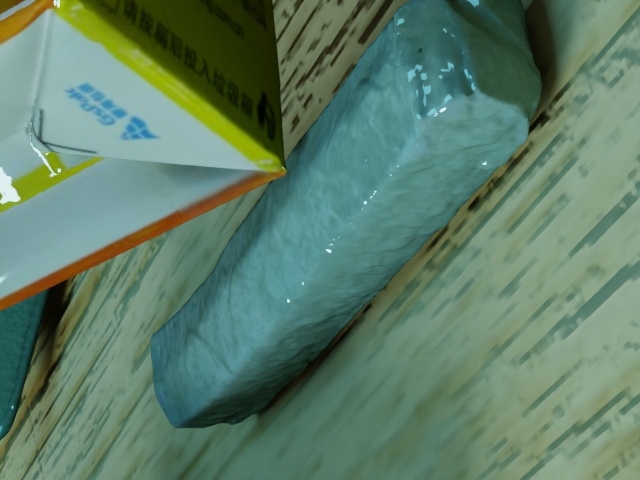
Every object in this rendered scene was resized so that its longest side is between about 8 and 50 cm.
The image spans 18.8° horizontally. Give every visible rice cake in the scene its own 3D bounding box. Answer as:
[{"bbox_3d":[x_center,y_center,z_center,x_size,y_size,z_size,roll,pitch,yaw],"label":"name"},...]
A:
[{"bbox_3d":[0.000,0.000,0.602,0.245,0.042,0.045,130,134,-54],"label":"rice cake"}]

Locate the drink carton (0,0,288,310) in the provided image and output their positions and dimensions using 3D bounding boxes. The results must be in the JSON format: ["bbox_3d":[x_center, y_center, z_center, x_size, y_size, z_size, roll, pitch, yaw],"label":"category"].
[{"bbox_3d":[-0.109,-0.157,0.666,0.154,0.111,0.351,-25,50,24],"label":"drink carton"}]

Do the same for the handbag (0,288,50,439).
[{"bbox_3d":[-0.248,-0.039,0.912,0.100,0.268,0.274,-113,33,-61],"label":"handbag"}]
